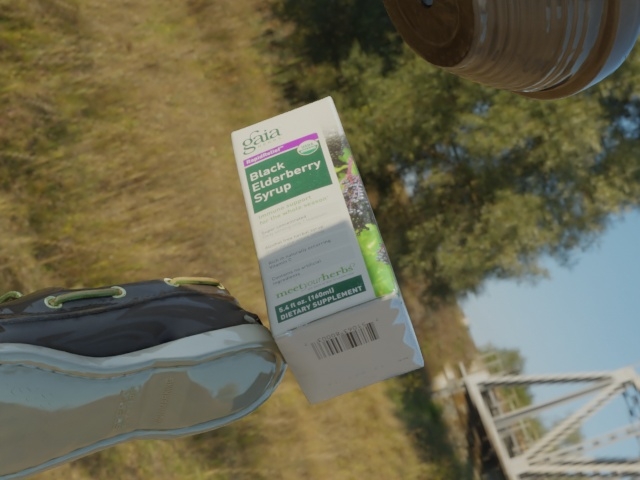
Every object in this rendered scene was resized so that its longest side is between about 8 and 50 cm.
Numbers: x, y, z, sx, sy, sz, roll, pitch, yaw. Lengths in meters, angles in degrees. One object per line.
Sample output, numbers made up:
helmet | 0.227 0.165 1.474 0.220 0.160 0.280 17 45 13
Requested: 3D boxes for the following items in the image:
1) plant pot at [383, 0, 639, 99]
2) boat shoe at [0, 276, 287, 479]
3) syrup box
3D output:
plant pot | 0.120 -0.204 0.741 0.237 0.110 0.237 47 -24 29
boat shoe | -0.177 0.084 0.665 0.096 0.324 0.116 48 -51 38
syrup box | 0.000 0.000 0.774 0.096 0.093 0.236 66 6 -46
